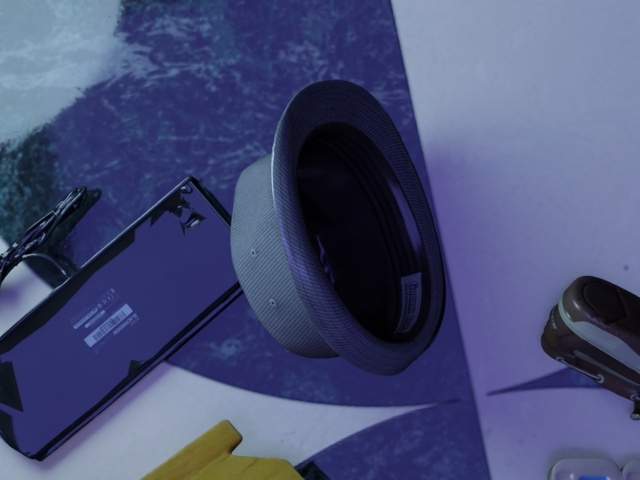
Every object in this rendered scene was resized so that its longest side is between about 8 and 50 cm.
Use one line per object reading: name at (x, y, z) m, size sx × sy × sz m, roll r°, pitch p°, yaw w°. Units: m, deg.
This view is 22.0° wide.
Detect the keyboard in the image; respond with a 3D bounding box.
keyboard at (-0.233, 0.053, 1.629) m, size 0.317 × 0.033 × 0.201 m, roll -40°, pitch 91°, yaw 3°

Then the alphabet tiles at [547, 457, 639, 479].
alphabet tiles at (0.284, 0.342, 1.513) m, size 0.278 × 0.021 × 0.284 m, roll 2°, pitch 72°, yaw -12°

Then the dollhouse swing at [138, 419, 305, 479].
dollhouse swing at (-0.114, 0.434, 1.573) m, size 0.315 × 0.305 × 0.347 m, roll -34°, pitch 73°, yaw -35°

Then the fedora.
fedora at (0.000, 0.000, 1.533) m, size 0.124 × 0.244 × 0.275 m, roll -19°, pitch 96°, yaw 34°

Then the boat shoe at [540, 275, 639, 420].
boat shoe at (0.325, 0.129, 1.547) m, size 0.257 × 0.095 × 0.095 m, roll 32°, pitch 128°, yaw -1°
